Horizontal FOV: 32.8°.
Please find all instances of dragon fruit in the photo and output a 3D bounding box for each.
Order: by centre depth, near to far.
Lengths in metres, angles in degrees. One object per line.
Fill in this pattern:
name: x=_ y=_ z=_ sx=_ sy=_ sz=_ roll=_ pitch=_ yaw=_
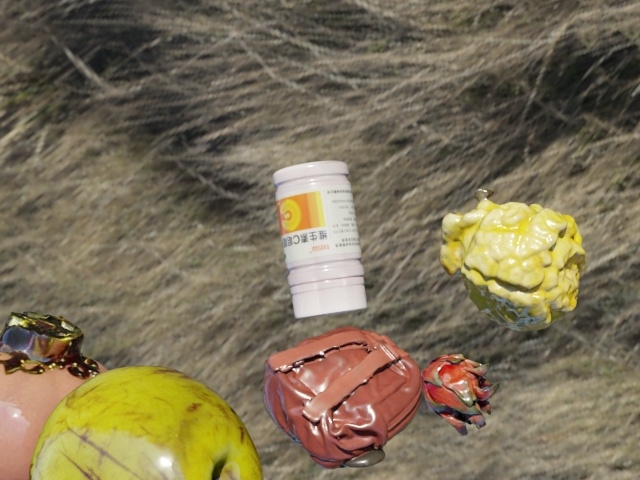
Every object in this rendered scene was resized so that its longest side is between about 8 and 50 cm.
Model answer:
dragon fruit: x=0.253 y=0.278 z=2.026 sx=0.142 sy=0.121 sz=0.130 roll=20 pitch=148 yaw=51

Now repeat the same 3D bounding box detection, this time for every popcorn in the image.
popcorn: x=0.226 y=0.024 z=1.279 sx=0.180 sy=0.180 sz=0.170 roll=-44 pitch=54 yaw=55

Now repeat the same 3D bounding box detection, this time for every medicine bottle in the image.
medicine bottle: x=0.000 y=0.000 z=1.817 sx=0.133 sy=0.133 sz=0.250 roll=-12 pitch=84 yaw=50

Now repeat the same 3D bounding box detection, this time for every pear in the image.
pear: x=-0.198 y=0.279 z=1.271 sx=0.283 sy=0.283 sz=0.284 roll=26 pitch=142 yaw=23

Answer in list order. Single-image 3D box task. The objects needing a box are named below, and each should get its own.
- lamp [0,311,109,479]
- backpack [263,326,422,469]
lamp: x=-0.407 y=0.221 z=1.490 sx=0.305 sy=0.305 sz=0.240 roll=20 pitch=97 yaw=30
backpack: x=0.036 y=0.208 z=1.525 sx=0.229 sy=0.229 sz=0.139 roll=20 pitch=130 yaw=30
